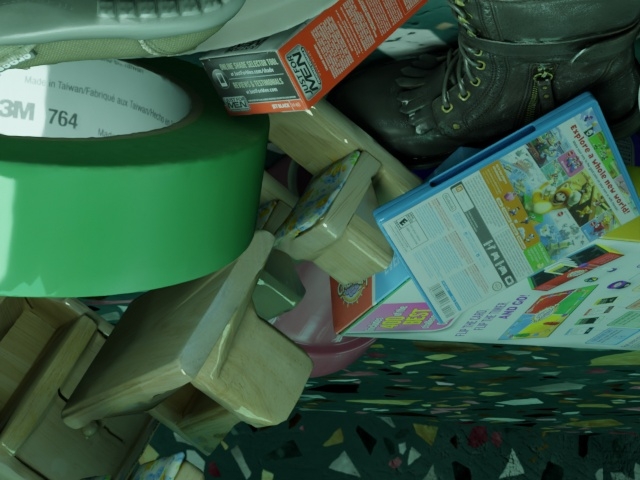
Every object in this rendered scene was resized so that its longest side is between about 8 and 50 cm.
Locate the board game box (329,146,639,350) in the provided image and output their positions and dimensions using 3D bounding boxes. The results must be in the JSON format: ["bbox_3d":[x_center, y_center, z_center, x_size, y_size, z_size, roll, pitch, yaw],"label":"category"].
[{"bbox_3d":[0.199,0.017,1.216,0.316,0.064,0.242,5,156,-24],"label":"board game box"}]

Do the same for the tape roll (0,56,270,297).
[{"bbox_3d":[-0.193,-0.061,0.905,0.321,0.077,0.321,8,-161,-3],"label":"tape roll"}]

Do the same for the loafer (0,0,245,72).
[{"bbox_3d":[-0.157,-0.107,0.670,0.251,0.094,0.087,3,162,-6],"label":"loafer"}]

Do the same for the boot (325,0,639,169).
[{"bbox_3d":[0.109,-0.136,1.016,0.263,0.091,0.229,-6,160,12],"label":"boot"}]

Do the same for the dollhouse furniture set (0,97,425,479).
[{"bbox_3d":[-0.181,0.068,1.122,0.256,0.362,0.394,38,150,-15],"label":"dollhouse furniture set"}]

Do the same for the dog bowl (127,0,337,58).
[{"bbox_3d":[-0.145,-0.194,0.728,0.349,0.102,0.349,1,166,0],"label":"dog bowl"}]

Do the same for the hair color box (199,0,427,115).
[{"bbox_3d":[0.002,-0.130,0.895,0.072,0.141,0.043,2,127,48],"label":"hair color box"}]

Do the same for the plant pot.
[{"bbox_3d":[0.000,0.000,1.371,0.201,0.201,0.180,6,150,-20],"label":"plant pot"}]

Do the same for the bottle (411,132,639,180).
[{"bbox_3d":[0.141,-0.069,1.236,0.283,0.092,0.118,10,166,-31],"label":"bottle"}]

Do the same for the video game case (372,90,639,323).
[{"bbox_3d":[0.132,-0.020,1.036,0.166,0.015,0.119,-29,131,5],"label":"video game case"}]

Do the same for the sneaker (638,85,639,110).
[{"bbox_3d":[0.350,-0.132,0.978,0.296,0.104,0.147,-16,-175,11],"label":"sneaker"}]
